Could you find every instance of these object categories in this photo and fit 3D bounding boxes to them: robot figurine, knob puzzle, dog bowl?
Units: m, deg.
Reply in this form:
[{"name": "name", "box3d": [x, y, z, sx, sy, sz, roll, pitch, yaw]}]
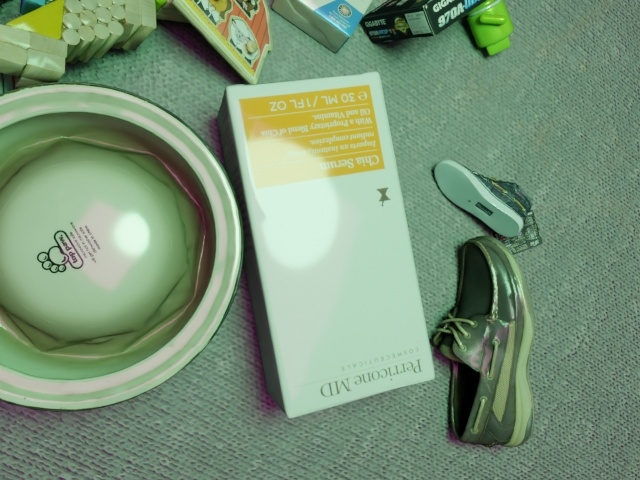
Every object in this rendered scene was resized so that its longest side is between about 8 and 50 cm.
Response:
[{"name": "robot figurine", "box3d": [0.297, -0.389, 0.957, 0.067, 0.101, 0.115, -19, 111, 27]}, {"name": "knob puzzle", "box3d": [-0.125, -0.360, 0.813, 0.213, 0.030, 0.213, 20, 65, -53]}, {"name": "dog bowl", "box3d": [-0.315, 0.007, 0.735, 0.408, 0.150, 0.407, 1, 88, -15]}]

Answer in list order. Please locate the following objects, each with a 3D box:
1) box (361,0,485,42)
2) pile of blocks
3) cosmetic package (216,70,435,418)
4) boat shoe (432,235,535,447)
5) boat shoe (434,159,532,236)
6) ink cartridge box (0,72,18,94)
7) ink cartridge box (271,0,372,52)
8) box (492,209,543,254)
[{"name": "box", "box3d": [0.201, -0.401, 0.881, 0.220, 0.175, 0.051, -37, 119, -13]}, {"name": "pile of blocks", "box3d": [-0.306, -0.319, 0.742, 0.362, 0.113, 0.149, -41, 109, -35]}, {"name": "cosmetic package", "box3d": [0.000, 0.000, 0.815, 0.230, 0.161, 0.453, -11, 91, -15]}, {"name": "boat shoe", "box3d": [0.264, 0.170, 0.894, 0.130, 0.132, 0.355, -5, 87, -16]}, {"name": "boat shoe", "box3d": [0.286, -0.088, 0.954, 0.183, 0.065, 0.083, 41, 52, 1]}, {"name": "ink cartridge box", "box3d": [-0.469, -0.215, 0.699, 0.109, 0.150, 0.063, -1, 100, -16]}, {"name": "ink cartridge box", "box3d": [0.037, -0.448, 0.890, 0.134, 0.078, 0.231, 32, 80, -12]}, {"name": "box", "box3d": [0.356, -0.013, 0.985, 0.083, 0.018, 0.067, -19, 92, -15]}]
